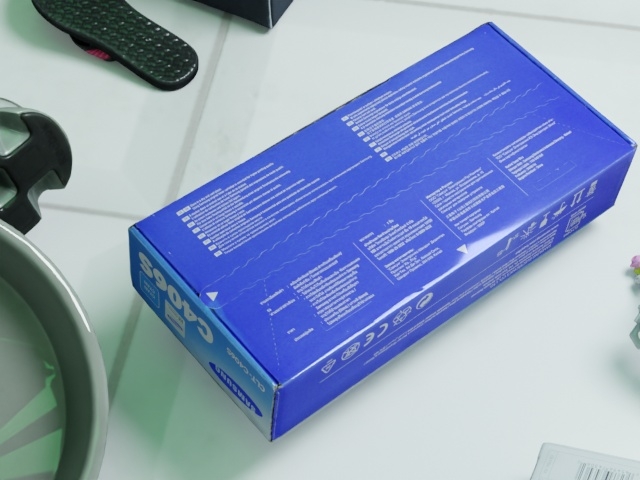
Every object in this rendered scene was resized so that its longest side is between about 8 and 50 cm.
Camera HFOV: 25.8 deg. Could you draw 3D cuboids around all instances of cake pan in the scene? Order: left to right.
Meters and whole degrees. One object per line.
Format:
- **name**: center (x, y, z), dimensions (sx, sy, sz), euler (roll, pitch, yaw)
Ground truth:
- **cake pan**: center (-0.286, 0.111, 0.901), dimensions (0.293, 0.054, 0.293), euler (5, 75, -17)

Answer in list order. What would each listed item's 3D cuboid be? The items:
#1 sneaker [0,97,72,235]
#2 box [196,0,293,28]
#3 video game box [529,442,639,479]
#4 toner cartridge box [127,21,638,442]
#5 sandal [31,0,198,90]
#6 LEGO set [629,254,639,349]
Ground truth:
- **sneaker**: center (-0.348, 0.006, 1.033), dimensions (0.146, 0.122, 0.330), euler (25, 55, 41)
- **box**: center (-0.105, -0.385, 1.281), dimensions (0.294, 0.183, 0.296), euler (22, 57, 18)
- **video game box**: center (0.205, 0.227, 0.852), dimensions (0.205, 0.048, 0.187), euler (9, 48, 28)
- **toner cartridge box**: center (0.050, -0.018, 1.014), dimensions (0.348, 0.075, 0.165), euler (-31, 61, -26)
- **sandal**: center (-0.185, -0.183, 1.220), dimensions (0.179, 0.040, 0.067), euler (37, 65, 9)
- **LEGO set**: center (0.341, 0.007, 1.049), dimensions (0.287, 0.107, 0.132), euler (-19, 89, -20)
